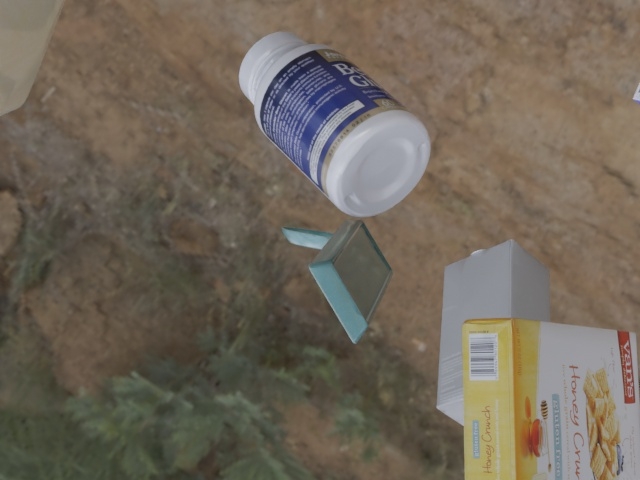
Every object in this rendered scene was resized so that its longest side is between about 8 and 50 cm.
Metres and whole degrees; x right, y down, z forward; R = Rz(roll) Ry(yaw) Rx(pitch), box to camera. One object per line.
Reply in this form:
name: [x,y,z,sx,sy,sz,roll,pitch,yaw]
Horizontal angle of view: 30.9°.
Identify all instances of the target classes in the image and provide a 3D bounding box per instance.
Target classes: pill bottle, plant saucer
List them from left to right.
plant saucer: [0.000,0.000,1.674,0.119,0.021,0.119,9,-176,-1]
pill bottle: [0.005,-0.102,0.941,0.169,0.094,0.094,46,159,38]
plant saucer: [0.029,0.025,0.913,0.018,0.192,0.067,-30,95,14]

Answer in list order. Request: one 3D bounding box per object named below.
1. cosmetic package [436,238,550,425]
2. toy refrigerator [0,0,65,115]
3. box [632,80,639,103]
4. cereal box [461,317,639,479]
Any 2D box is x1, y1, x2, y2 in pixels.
cosmetic package: [0.240,0.131,1.591,0.127,0.238,0.107,-23,132,39]
toy refrigerator: [-0.167,-0.094,0.407,0.094,0.269,0.102,24,104,-4]
box: [0.473,-0.224,1.538,0.028,0.136,0.081,24,179,-44]
cereal box: [0.187,0.151,0.898,0.047,0.173,0.240,-7,171,36]
